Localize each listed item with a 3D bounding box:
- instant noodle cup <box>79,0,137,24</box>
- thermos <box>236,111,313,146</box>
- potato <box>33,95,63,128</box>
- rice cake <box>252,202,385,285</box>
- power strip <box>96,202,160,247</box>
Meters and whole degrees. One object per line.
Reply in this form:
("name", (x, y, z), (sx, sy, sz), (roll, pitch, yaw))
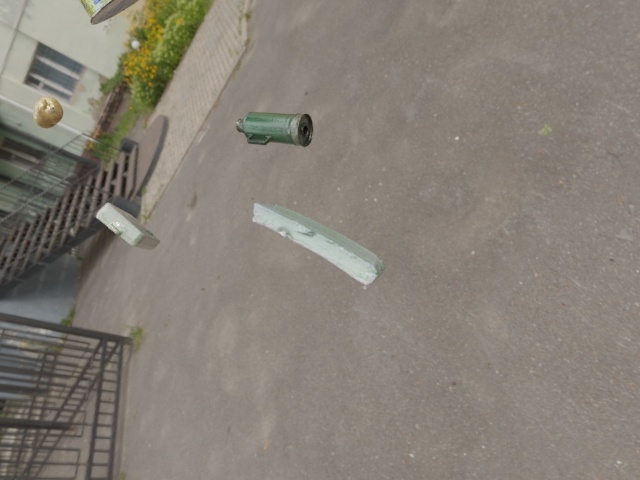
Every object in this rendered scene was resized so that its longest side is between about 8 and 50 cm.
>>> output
("instant noodle cup", (-0.432, -0.564, 0.829), (0.204, 0.153, 0.205), (-23, 30, 14))
("thermos", (-0.115, -0.258, 0.963), (0.187, 0.073, 0.083), (12, 94, 26))
("potato", (-0.724, -0.338, 1.090), (0.083, 0.068, 0.062), (-44, -1, 36))
("rice cake", (0.000, 0.000, 0.693), (0.237, 0.127, 0.043), (28, 100, 16))
("power strip", (-0.489, -0.029, 1.067), (0.046, 0.118, 0.270), (-51, 8, -11))
